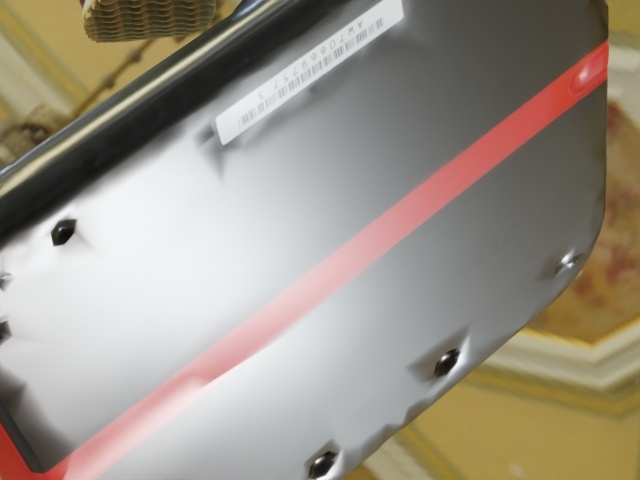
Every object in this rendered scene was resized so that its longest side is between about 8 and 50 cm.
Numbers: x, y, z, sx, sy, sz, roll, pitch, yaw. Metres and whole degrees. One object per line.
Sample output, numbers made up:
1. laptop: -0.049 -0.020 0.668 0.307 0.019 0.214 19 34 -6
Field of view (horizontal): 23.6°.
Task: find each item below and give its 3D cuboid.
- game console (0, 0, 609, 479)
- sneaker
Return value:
1. game console: 0.000 0.000 0.766 0.060 0.386 0.342 38 -24 34
2. sneaker: -0.085 -0.153 0.697 0.069 0.084 0.185 -7 -14 -7
